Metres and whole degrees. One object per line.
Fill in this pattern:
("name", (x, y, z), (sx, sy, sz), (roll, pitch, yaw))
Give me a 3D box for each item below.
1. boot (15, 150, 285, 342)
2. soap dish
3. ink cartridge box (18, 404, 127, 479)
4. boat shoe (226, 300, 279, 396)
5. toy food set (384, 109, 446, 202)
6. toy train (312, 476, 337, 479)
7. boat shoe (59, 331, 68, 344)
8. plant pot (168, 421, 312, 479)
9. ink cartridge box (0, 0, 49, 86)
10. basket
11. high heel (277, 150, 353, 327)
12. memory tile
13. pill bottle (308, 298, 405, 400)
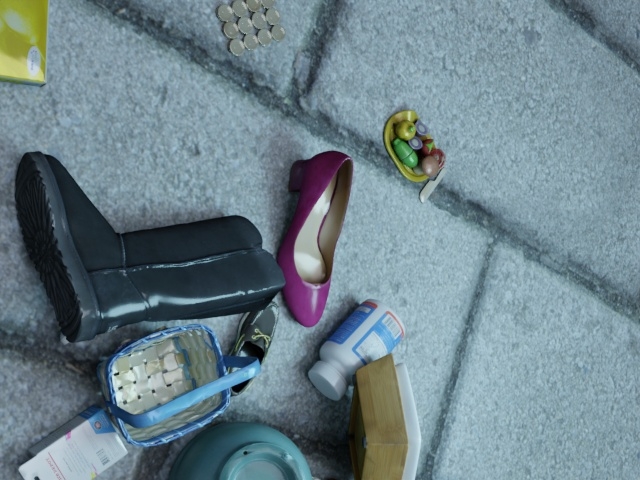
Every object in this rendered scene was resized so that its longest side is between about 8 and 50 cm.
("boot", (-0.315, -0.011, 1.700), (0.445, 0.146, 0.366), (-10, 72, -40))
("soap dish", (0.128, 0.418, 1.898), (0.118, 0.228, 0.290), (-2, 134, -6))
("ink cartridge box", (-0.464, 0.402, 1.658), (0.181, 0.062, 0.104), (-34, 107, -29))
("boat shoe", (-0.141, 0.224, 1.868), (0.081, 0.069, 0.227), (37, 70, -27))
("toy food set", (0.243, -0.210, 2.124), (0.128, 0.071, 0.217), (-45, 113, -25))
("toy train", (0.016, 0.603, 1.957), (0.248, 0.105, 0.143), (30, 87, -29))
("boat shoe", (-0.432, 0.116, 1.685), (0.063, 0.066, 0.184), (46, 68, -9))
("plant pot", (-0.137, 0.490, 1.738), (0.293, 0.196, 0.292), (6, 71, -19))
("ink cartridge box", (-0.630, -0.439, 1.559), (0.307, 0.072, 0.303), (3, 88, -35))
("basket", (-0.278, 0.266, 1.645), (0.255, 0.289, 0.201), (-20, 102, -34))
("high heel", (0.000, 0.000, 1.896), (0.127, 0.181, 0.377), (-4, 92, -33))
("memory tile", (-0.147, -0.463, 1.907), (0.148, 0.012, 0.113), (-26, 103, -30))
("pill bottle", (0.076, 0.244, 1.978), (0.221, 0.124, 0.124), (-44, 112, -25))
